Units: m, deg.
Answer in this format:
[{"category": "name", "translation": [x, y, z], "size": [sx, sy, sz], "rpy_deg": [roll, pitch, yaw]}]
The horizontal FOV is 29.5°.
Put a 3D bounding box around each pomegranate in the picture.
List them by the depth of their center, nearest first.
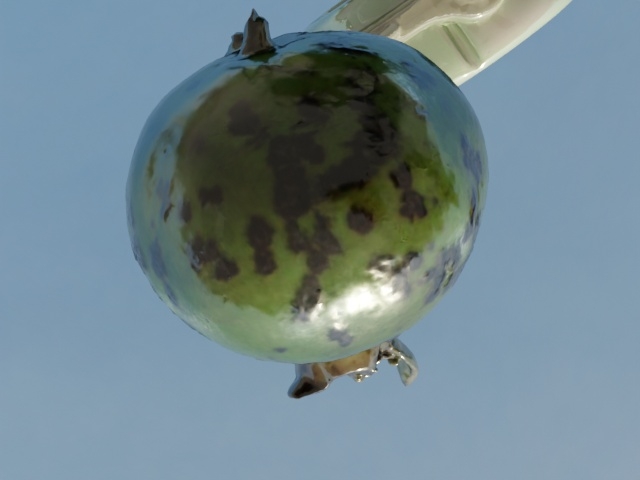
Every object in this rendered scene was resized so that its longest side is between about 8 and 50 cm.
[{"category": "pomegranate", "translation": [0.000, 0.000, 0.413], "size": [0.122, 0.161, 0.122], "rpy_deg": [-11, -146, 8]}]

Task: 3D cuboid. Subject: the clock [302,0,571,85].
[{"category": "clock", "translation": [0.107, -0.202, 1.037], "size": [0.324, 0.265, 0.109], "rpy_deg": [-40, -78, -27]}]
